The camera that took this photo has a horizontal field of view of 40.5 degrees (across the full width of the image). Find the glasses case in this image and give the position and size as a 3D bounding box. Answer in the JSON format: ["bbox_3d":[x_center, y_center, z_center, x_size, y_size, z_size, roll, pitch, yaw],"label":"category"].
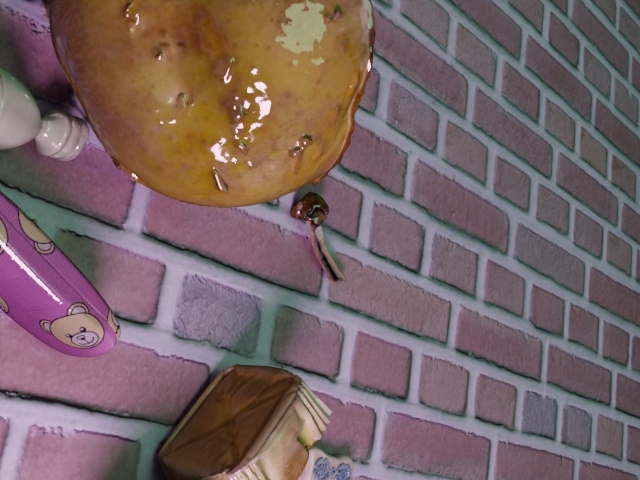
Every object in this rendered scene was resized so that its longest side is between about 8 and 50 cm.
[{"bbox_3d":[-0.363,0.029,1.031,0.316,0.123,0.076,53,45,-30],"label":"glasses case"}]

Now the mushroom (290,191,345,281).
[{"bbox_3d":[0.000,0.000,1.509,0.060,0.061,0.187,-38,126,-30],"label":"mushroom"}]

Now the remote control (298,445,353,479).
[{"bbox_3d":[0.011,0.395,1.477,0.122,0.032,0.074,26,67,-43],"label":"remote control"}]

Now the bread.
[{"bbox_3d":[-0.106,0.288,1.238,0.210,0.192,0.109,-55,127,-37],"label":"bread"}]

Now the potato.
[{"bbox_3d":[-0.164,-0.251,1.107,0.319,0.385,0.442,-22,91,-36],"label":"potato"}]

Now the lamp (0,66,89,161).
[{"bbox_3d":[-0.377,-0.148,1.064,0.193,0.106,0.106,22,69,-56],"label":"lamp"}]
